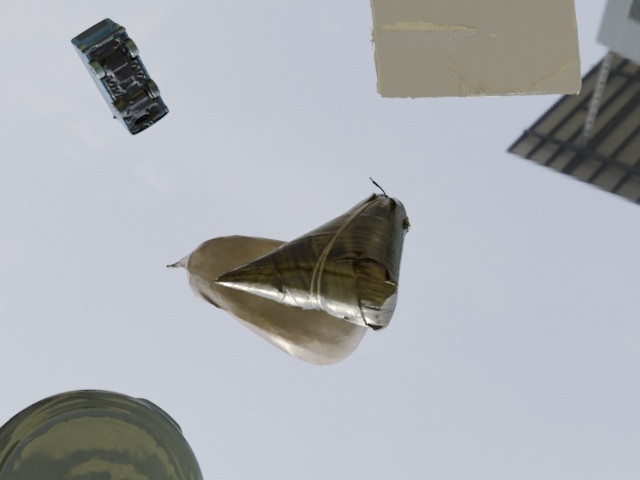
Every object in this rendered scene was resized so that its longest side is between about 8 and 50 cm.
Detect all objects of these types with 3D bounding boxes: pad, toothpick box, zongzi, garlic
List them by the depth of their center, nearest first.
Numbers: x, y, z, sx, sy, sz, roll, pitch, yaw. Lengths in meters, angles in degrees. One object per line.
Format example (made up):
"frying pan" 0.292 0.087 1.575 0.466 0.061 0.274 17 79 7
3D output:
"pad" 0.162 -0.225 0.993 0.232 0.004 0.156 -3 -93 -12
"toothpick box" -0.299 0.300 1.040 0.263 0.355 0.263 10 -114 -24
"zongzi" 0.000 0.000 1.329 0.241 0.111 0.247 12 -141 4
"garlic" -0.091 0.084 1.428 0.338 0.196 0.151 20 -111 4

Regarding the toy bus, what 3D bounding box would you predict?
"toy bus" -0.351 -0.287 1.674 0.090 0.184 0.106 -36 -140 -14
